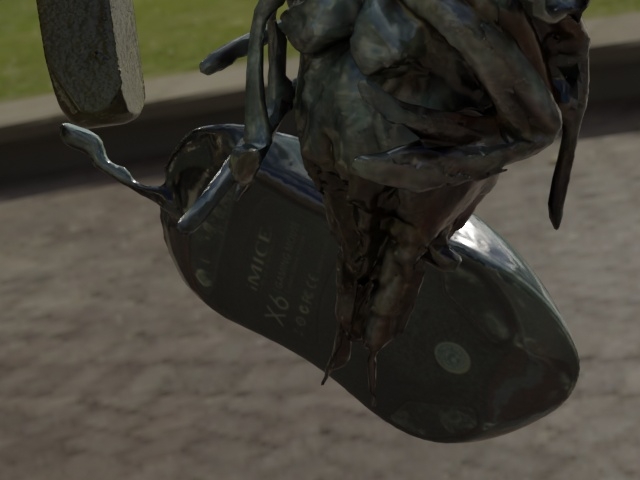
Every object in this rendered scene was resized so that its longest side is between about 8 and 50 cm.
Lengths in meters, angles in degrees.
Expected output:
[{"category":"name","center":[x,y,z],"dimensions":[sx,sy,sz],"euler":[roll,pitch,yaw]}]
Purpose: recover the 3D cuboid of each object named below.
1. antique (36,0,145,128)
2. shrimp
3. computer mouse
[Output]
[{"category":"antique","center":[-0.231,-0.220,1.697],"dimensions":[0.080,0.221,0.081],"euler":[-9,-4,12]},{"category":"shrimp","center":[0.050,-0.133,0.662],"dimensions":[0.221,0.410,0.166],"euler":[26,6,41]},{"category":"computer mouse","center":[0.000,0.000,1.126],"dimensions":[0.379,0.167,0.090],"euler":[28,41,10]}]
